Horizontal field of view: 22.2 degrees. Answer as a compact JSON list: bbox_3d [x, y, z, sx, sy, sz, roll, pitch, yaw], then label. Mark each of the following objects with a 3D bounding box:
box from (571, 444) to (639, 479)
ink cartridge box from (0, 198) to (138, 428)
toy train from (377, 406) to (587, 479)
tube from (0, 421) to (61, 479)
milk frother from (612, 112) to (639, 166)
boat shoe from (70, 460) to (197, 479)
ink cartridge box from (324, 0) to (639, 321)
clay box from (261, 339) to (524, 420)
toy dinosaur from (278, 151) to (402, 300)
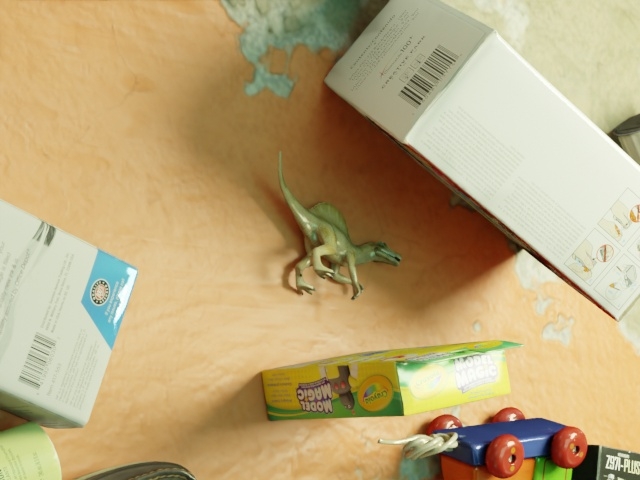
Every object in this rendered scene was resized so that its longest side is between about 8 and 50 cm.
[{"bbox_3d":[0.318,0.297,1.702,0.180,0.077,0.147,15,76,-36],"label":"box"},{"bbox_3d":[-0.257,0.050,1.283,0.190,0.082,0.139,29,67,-31],"label":"ink cartridge box"},{"bbox_3d":[0.141,0.247,1.567,0.248,0.105,0.143,-2,99,-38],"label":"toy train"},{"bbox_3d":[-0.313,0.207,1.239,0.240,0.062,0.070,-19,56,-33],"label":"tube"},{"bbox_3d":[0.408,-0.091,1.820,0.143,0.129,0.135,-73,140,-74],"label":"milk frother"},{"bbox_3d":[-0.213,0.286,1.258,0.355,0.130,0.132,-32,104,-36],"label":"boat shoe"},{"bbox_3d":[0.169,-0.096,1.572,0.309,0.272,0.130,37,94,-28],"label":"ink cartridge box"},{"bbox_3d":[0.065,0.124,1.435,0.127,0.222,0.053,-7,89,-38],"label":"clay box"},{"bbox_3d":[0.000,0.000,1.520,0.183,0.053,0.092,36,49,-37],"label":"toy dinosaur"}]
